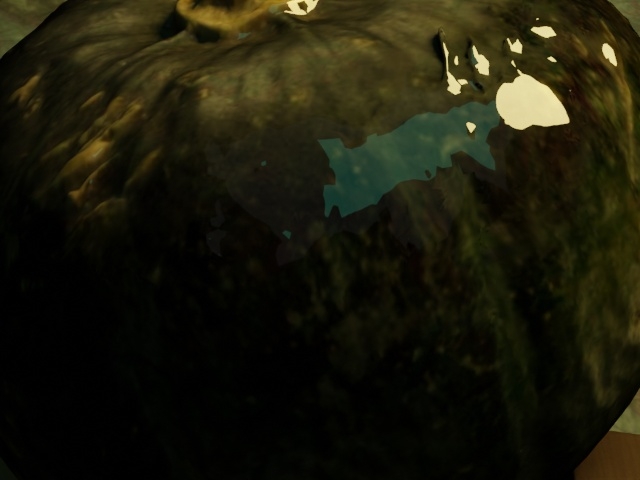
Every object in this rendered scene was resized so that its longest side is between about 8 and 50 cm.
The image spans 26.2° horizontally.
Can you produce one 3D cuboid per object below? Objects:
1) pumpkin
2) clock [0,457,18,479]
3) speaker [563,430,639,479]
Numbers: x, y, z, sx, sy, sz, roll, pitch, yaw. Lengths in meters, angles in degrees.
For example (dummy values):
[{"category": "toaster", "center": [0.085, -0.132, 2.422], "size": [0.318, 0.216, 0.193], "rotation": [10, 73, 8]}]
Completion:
[{"category": "pumpkin", "center": [0.000, 0.000, 0.823], "size": [0.454, 0.344, 0.454], "rotation": [-13, 27, 7]}, {"category": "clock", "center": [-0.240, 0.187, 0.810], "size": [0.235, 0.029, 0.235], "rotation": [8, 49, -10]}, {"category": "speaker", "center": [0.206, 0.250, 0.786], "size": [0.192, 0.153, 0.231], "rotation": [10, 43, -5]}]
